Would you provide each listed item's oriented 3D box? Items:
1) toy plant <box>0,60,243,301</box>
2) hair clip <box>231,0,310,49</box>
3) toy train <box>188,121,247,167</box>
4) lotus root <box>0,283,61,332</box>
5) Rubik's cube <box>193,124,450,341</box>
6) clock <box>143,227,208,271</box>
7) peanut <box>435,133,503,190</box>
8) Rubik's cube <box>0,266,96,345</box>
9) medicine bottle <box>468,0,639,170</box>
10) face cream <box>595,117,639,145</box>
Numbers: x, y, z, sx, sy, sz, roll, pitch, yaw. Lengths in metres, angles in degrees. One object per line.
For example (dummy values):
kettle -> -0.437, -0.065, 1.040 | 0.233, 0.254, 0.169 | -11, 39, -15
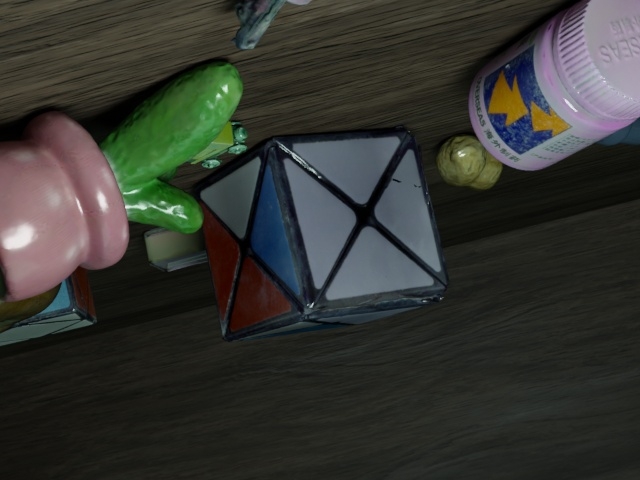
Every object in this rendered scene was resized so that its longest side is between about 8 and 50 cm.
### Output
toy plant -> -0.282, -0.077, 1.556 | 0.356, 0.210, 0.317 | -23, 175, -27
hair clip -> -0.035, -0.262, 1.265 | 0.146, 0.056, 0.187 | -4, 159, -42
toy train -> -0.161, -0.141, 1.818 | 0.081, 0.050, 0.122 | 1, 164, -43
lotus root -> -0.514, 0.035, 1.748 | 0.346, 0.250, 0.250 | -19, 170, 33
Rubik's cube -> 0.000, 0.000, 2.113 | 0.310, 0.305, 0.307 | -8, 171, -32
clock -> -0.247, 0.002, 2.518 | 0.192, 0.071, 0.147 | -14, 171, 5
peanut -> 0.278, -0.144, 2.320 | 0.103, 0.098, 0.229 | -59, 159, 11
Rubik's cube -> -0.495, 0.052, 2.019 | 0.205, 0.205, 0.207 | -13, 172, -2
medicine bottle -> 0.343, -0.216, 1.682 | 0.178, 0.178, 0.291 | -9, 171, -25
face cream -> 0.459, -0.218, 2.178 | 0.385, 0.086, 0.136 | 3, 159, -46
